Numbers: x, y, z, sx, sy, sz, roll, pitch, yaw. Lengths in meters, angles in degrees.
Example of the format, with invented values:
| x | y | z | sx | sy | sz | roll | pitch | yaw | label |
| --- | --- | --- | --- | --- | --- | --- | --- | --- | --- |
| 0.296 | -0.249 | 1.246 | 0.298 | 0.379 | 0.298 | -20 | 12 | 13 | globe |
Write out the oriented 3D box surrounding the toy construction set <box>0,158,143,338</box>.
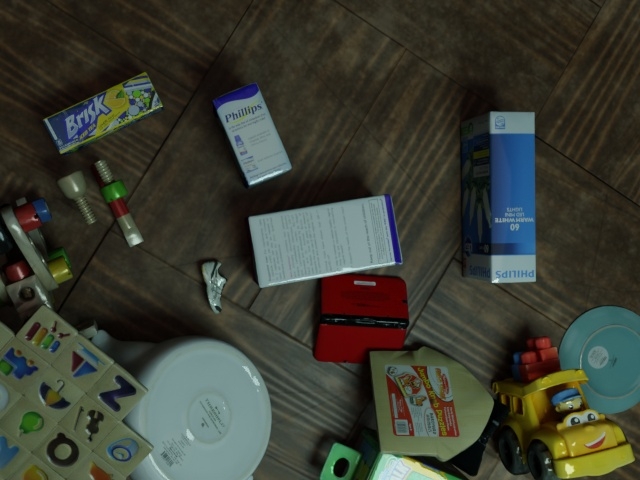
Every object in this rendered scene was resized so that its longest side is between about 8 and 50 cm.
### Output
| x | y | z | sx | sy | sz | roll | pitch | yaw | label |
| --- | --- | --- | --- | --- | --- | --- | --- | --- | --- |
| -0.377 | 0.046 | 1.112 | 0.309 | 0.257 | 0.237 | -33 | 104 | -37 | toy construction set |

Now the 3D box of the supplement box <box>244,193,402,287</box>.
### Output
| x | y | z | sx | sy | sz | roll | pitch | yaw | label |
| --- | --- | --- | --- | --- | --- | --- | --- | --- | --- |
| 0.000 | 0.000 | 1.212 | 0.220 | 0.111 | 0.114 | -11 | 93 | -9 | supplement box |

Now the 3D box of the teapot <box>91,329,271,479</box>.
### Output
| x | y | z | sx | sy | sz | roll | pitch | yaw | label |
| --- | --- | --- | --- | --- | --- | --- | --- | --- | --- |
| -0.206 | 0.266 | 1.155 | 0.252 | 0.187 | 0.256 | 14 | 70 | -36 | teapot |

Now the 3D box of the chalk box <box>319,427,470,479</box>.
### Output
| x | y | z | sx | sy | sz | roll | pitch | yaw | label |
| --- | --- | --- | --- | --- | --- | --- | --- | --- | --- |
| 0.107 | 0.386 | 1.227 | 0.213 | 0.132 | 0.132 | 23 | 87 | -9 | chalk box |

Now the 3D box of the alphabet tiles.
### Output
| x | y | z | sx | sy | sz | roll | pitch | yaw | label |
| --- | --- | --- | --- | --- | --- | --- | --- | --- | --- |
| -0.394 | 0.255 | 1.012 | 0.285 | 0.011 | 0.342 | 42 | 102 | -9 | alphabet tiles |

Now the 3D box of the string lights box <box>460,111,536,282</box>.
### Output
| x | y | z | sx | sy | sz | roll | pitch | yaw | label |
| --- | --- | --- | --- | --- | --- | --- | --- | --- | --- |
| 0.281 | -0.067 | 1.245 | 0.076 | 0.133 | 0.260 | -1 | 91 | -10 | string lights box |

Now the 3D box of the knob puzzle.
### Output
| x | y | z | sx | sy | sz | roll | pitch | yaw | label |
| --- | --- | --- | --- | --- | --- | --- | --- | --- | --- |
| 0.175 | 0.256 | 1.224 | 0.213 | 0.030 | 0.213 | 7 | 50 | -8 | knob puzzle |

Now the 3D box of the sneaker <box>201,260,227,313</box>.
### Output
| x | y | z | sx | sy | sz | roll | pitch | yaw | label |
| --- | --- | --- | --- | --- | --- | --- | --- | --- | --- |
| -0.162 | 0.073 | 1.227 | 0.037 | 0.032 | 0.083 | -12 | 94 | -9 | sneaker |

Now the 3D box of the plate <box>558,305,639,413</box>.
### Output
| x | y | z | sx | sy | sz | roll | pitch | yaw | label |
| --- | --- | --- | --- | --- | --- | --- | --- | --- | --- |
| 0.499 | 0.206 | 1.342 | 0.188 | 0.024 | 0.188 | 0 | 92 | -9 | plate |

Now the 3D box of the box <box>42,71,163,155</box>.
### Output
| x | y | z | sx | sy | sz | roll | pitch | yaw | label |
| --- | --- | --- | --- | --- | --- | --- | --- | --- | --- |
| -0.326 | -0.190 | 1.184 | 0.169 | 0.054 | 0.059 | -27 | 96 | -8 | box |

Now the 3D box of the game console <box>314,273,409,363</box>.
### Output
| x | y | z | sx | sy | sz | roll | pitch | yaw | label |
| --- | --- | --- | --- | --- | --- | --- | --- | --- | --- |
| 0.064 | 0.128 | 1.275 | 0.144 | 0.085 | 0.124 | 4 | 59 | -10 | game console |

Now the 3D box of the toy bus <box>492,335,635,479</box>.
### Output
| x | y | z | sx | sy | sz | roll | pitch | yaw | label |
| --- | --- | --- | --- | --- | --- | --- | --- | --- | --- |
| 0.367 | 0.258 | 1.230 | 0.149 | 0.220 | 0.211 | -8 | 86 | -13 | toy bus |

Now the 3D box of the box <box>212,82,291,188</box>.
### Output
| x | y | z | sx | sy | sz | roll | pitch | yaw | label |
| --- | --- | --- | --- | --- | --- | --- | --- | --- | --- |
| -0.105 | -0.154 | 1.185 | 0.072 | 0.126 | 0.137 | -23 | 94 | -6 | box |

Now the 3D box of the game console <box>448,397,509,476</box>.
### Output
| x | y | z | sx | sy | sz | roll | pitch | yaw | label |
| --- | --- | --- | --- | --- | --- | --- | --- | --- | --- |
| 0.229 | 0.297 | 1.267 | 0.107 | 0.122 | 0.071 | -41 | 137 | -27 | game console |
